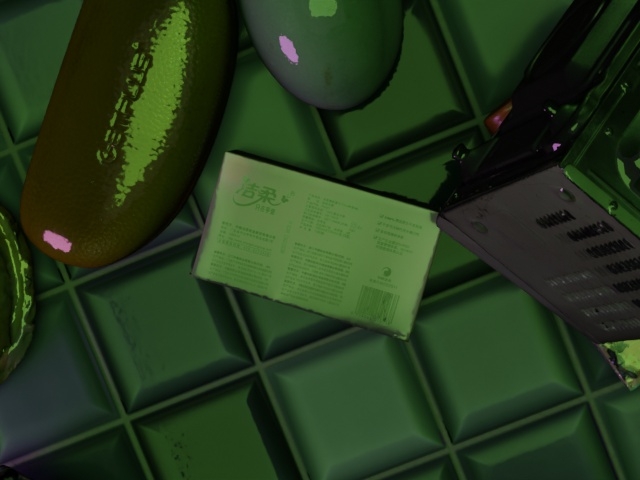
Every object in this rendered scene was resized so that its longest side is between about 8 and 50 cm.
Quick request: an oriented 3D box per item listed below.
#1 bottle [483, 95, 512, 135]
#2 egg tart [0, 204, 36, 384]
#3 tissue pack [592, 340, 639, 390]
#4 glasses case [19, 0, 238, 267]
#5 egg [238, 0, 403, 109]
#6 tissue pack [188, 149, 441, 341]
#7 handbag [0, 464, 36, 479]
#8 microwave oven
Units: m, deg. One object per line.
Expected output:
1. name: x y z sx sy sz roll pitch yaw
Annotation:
1. bottle: 0.256 -0.076 1.323 0.069 0.069 0.187 -37 95 5
2. egg tart: -0.468 0.065 1.348 0.315 0.120 0.315 0 95 4
3. tissue pack: 0.353 0.107 1.337 0.094 0.059 0.074 -35 90 5
4. glasses case: -0.194 -0.145 1.304 0.173 0.141 0.371 20 96 1
5. egg: 0.001 -0.249 1.271 0.168 0.168 0.231 -15 96 4
6. tissue pack: 0.000 0.000 1.329 0.246 0.092 0.148 17 97 1
7. handbag: -0.316 0.375 1.362 0.208 0.127 0.229 28 95 -6
8. microwave oven: 0.326 -0.134 1.148 0.247 0.333 0.394 38 75 -6
